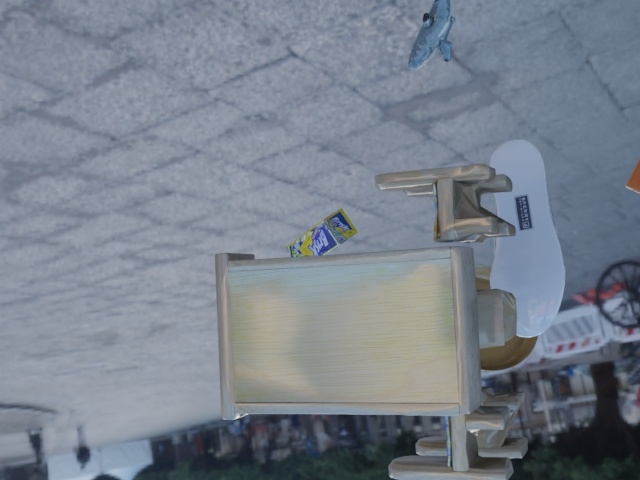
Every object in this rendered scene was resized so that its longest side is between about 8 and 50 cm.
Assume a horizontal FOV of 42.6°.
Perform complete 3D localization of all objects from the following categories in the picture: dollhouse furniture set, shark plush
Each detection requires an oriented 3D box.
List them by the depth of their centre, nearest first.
[{"bbox_3d":[0.083,0.098,0.968,0.257,0.361,0.394,-4,177,21],"label":"dollhouse furniture set"},{"bbox_3d":[0.188,-0.351,1.321,0.067,0.073,0.161,-15,140,-46],"label":"shark plush"}]

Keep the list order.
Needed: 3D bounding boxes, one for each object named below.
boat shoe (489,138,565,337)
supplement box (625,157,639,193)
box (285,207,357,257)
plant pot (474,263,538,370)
[{"bbox_3d":[0.310,0.001,1.251,0.108,0.301,0.102,-9,163,17],"label":"boat shoe"},{"bbox_3d":[0.726,-0.108,1.699,0.233,0.080,0.078,14,-166,-46],"label":"supplement box"},{"bbox_3d":[0.000,0.000,1.614,0.054,0.059,0.169,-33,179,-35],"label":"box"},{"bbox_3d":[0.326,0.159,1.671,0.236,0.236,0.032,-5,153,-14],"label":"plant pot"}]
